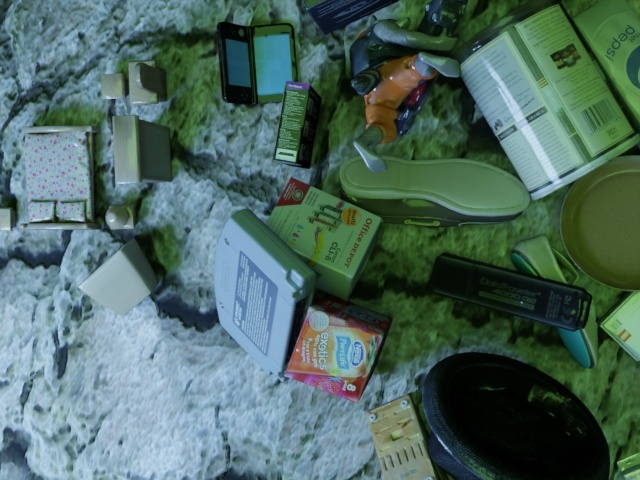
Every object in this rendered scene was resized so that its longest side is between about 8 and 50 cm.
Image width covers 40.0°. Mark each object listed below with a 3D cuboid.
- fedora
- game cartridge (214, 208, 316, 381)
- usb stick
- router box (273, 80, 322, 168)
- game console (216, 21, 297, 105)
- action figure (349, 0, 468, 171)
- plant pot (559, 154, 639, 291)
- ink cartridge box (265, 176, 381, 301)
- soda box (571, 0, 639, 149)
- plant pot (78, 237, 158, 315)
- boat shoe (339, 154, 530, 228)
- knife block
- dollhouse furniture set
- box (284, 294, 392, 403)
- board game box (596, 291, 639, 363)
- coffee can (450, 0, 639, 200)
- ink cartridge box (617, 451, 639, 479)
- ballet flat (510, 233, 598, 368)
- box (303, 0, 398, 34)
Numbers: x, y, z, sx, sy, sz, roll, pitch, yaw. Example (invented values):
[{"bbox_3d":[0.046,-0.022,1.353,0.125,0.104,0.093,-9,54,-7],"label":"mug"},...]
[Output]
[{"bbox_3d":[0.304,0.341,1.465,0.334,0.334,0.153,27,125,7],"label":"fedora"},{"bbox_3d":[-0.102,0.091,1.488,0.062,0.297,0.198,-27,59,-29],"label":"game cartridge"},{"bbox_3d":[0.317,0.085,1.492,0.277,0.045,0.077,15,97,29],"label":"usb stick"},{"bbox_3d":[-0.037,-0.194,1.512,0.046,0.179,0.133,10,93,6],"label":"router box"},{"bbox_3d":[-0.112,-0.319,1.569,0.085,0.124,0.144,-4,91,35],"label":"game console"},{"bbox_3d":[0.128,-0.305,1.411,0.178,0.330,0.341,18,116,-14],"label":"action figure"},{"bbox_3d":[0.525,-0.027,1.479,0.236,0.032,0.237,-4,74,15],"label":"plant pot"},{"bbox_3d":[0.000,0.000,1.521,0.176,0.127,0.128,24,69,6],"label":"ink cartridge box"},{"bbox_3d":[0.523,-0.260,1.448,0.091,0.098,0.286,-30,79,7],"label":"soda box"},{"bbox_3d":[-0.360,0.074,1.611,0.109,0.109,0.096,-40,98,8],"label":"plant pot"},{"bbox_3d":[0.193,-0.074,1.524,0.324,0.097,0.117,6,52,5],"label":"boat shoe"},{"bbox_3d":[0.187,0.445,1.561,0.088,0.242,0.276,-24,44,8],"label":"knife block"},{"bbox_3d":[-0.466,-0.168,1.580,0.355,0.174,0.304,-1,91,8],"label":"dollhouse furniture set"},{"bbox_3d":[0.037,0.175,1.474,0.128,0.257,0.123,20,93,7],"label":"box"},{"bbox_3d":[0.648,0.100,1.483,0.193,0.053,0.305,44,97,6],"label":"board game box"},{"bbox_3d":[0.366,-0.232,1.439,0.201,0.201,0.275,-30,88,8],"label":"coffee can"},{"bbox_3d":[0.554,0.416,1.521,0.048,0.028,0.083,-27,88,8],"label":"ink cartridge box"},{"bbox_3d":[0.424,0.098,1.509,0.086,0.086,0.248,-32,86,8],"label":"ballet flat"},{"bbox_3d":[0.039,-0.443,1.477,0.153,0.207,0.108,-24,88,8],"label":"box"}]
